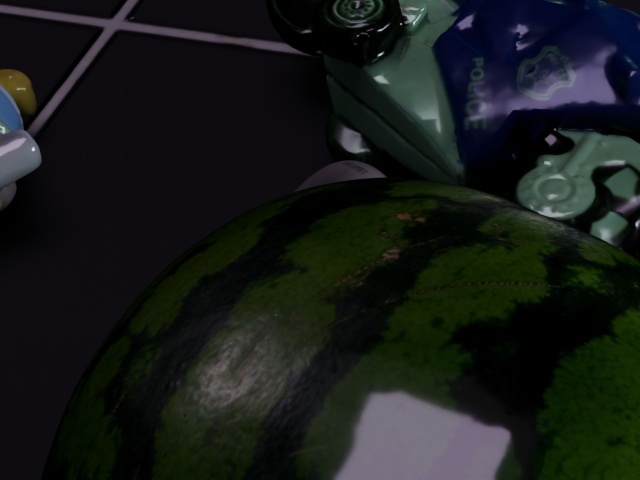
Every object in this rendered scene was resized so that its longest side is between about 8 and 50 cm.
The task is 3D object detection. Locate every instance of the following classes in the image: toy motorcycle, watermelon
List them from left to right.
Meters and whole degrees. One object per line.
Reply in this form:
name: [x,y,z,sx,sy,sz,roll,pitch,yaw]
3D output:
watermelon: [0.036,0.122,0.641,0.285,0.285,0.285,-7,43,7]
toy motorcycle: [0.104,-0.099,0.985,0.196,0.125,0.331,-25,48,-15]

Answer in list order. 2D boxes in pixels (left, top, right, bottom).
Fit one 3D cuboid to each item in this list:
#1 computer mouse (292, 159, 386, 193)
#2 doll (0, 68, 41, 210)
computer mouse: [-0.001,-0.002,0.937,0.096,0.039,0.066,-51,45,-6]
doll: [-0.233,-0.020,0.994,0.135,0.098,0.241,16,47,-3]
